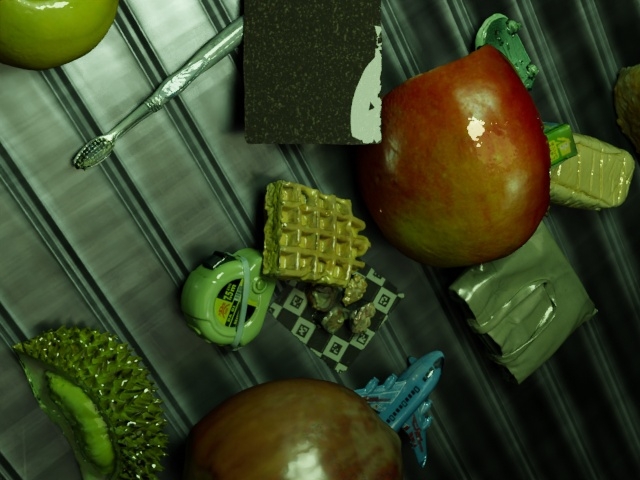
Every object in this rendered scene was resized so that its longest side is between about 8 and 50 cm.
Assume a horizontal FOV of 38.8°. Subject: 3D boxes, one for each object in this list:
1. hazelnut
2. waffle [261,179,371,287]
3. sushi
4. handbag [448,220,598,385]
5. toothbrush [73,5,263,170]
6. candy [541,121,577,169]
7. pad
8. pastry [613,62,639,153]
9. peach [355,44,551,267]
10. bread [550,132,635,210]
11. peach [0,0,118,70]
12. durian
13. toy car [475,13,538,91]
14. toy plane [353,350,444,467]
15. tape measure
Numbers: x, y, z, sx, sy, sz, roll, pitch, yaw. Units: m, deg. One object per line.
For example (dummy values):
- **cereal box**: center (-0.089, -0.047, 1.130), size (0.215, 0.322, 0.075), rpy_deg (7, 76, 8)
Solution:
- **hazelnut**: center (-0.044, 0.408, 1.481), size (0.366, 0.366, 0.365), rpy_deg (-6, 104, -25)
- **waffle**: center (0.000, 0.000, 1.520), size (0.211, 0.055, 0.160), rpy_deg (15, 71, -40)
- **sushi**: center (0.038, 0.118, 1.611), size (0.210, 0.040, 0.192), rpy_deg (42, 82, -27)
- **handbag**: center (0.388, 0.111, 1.740), size (0.253, 0.109, 0.315), rpy_deg (-45, 123, -14)
- **toothbrush**: center (-0.219, -0.245, 1.407), size (0.413, 0.042, 0.035), rpy_deg (-44, 116, -13)
- **candy**: center (0.352, -0.169, 1.611), size (0.097, 0.194, 0.062), rpy_deg (-28, 111, -18)
- **pad**: center (-0.012, -0.315, 1.430), size (0.220, 0.004, 0.330), rpy_deg (0, 90, -4)
- **pastry**: center (0.674, -0.234, 1.733), size (0.121, 0.236, 0.257), rpy_deg (-31, 114, -7)
- **peach**: center (0.214, -0.126, 1.503), size (0.242, 0.306, 0.380), rpy_deg (-24, 116, -27)
- **bread**: center (0.481, -0.131, 1.731), size (0.236, 0.106, 0.139), rpy_deg (10, 89, -29)
- **peach**: center (-0.383, -0.334, 1.206), size (0.231, 0.231, 0.230), rpy_deg (-6, 104, -25)
- **durian**: center (-0.346, 0.282, 1.443), size (0.169, 0.158, 0.351), rpy_deg (-13, 111, 13)
- **toy car**: center (0.331, -0.330, 1.643), size (0.093, 0.058, 0.186), rpy_deg (-46, 129, -11)
- **toy plane**: center (0.134, 0.310, 1.666), size (0.254, 0.105, 0.271), rpy_deg (38, 83, -28)
- **tape measure**: center (-0.152, 0.095, 1.485), size (0.154, 0.087, 0.177), rpy_deg (13, 92, -41)
